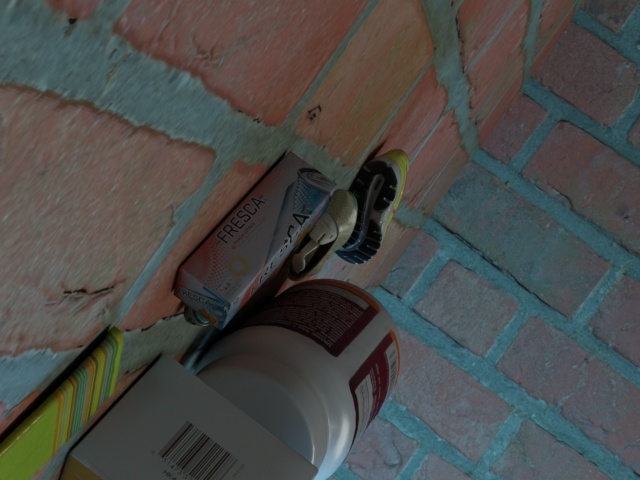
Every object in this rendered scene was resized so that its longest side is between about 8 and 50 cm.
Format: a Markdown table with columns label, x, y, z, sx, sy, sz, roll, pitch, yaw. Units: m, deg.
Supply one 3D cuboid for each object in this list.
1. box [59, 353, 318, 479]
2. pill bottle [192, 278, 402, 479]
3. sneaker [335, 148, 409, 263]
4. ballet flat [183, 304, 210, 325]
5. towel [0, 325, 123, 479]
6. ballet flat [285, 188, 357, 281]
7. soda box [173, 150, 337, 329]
| label | x | y | z | sx | sy | sz | roll | pitch | yaw |
| --- | --- | --- | --- | --- | --- | --- | --- | --- | --- |
| box | -0.177 | 0.324 | 1.438 | 0.168 | 0.215 | 0.345 | -48 | 170 | -40 |
| pill bottle | -0.041 | 0.199 | 1.685 | 0.224 | 0.224 | 0.392 | -57 | 172 | 19 |
| sneaker | 0.080 | -0.050 | 1.878 | 0.094 | 0.081 | 0.208 | -49 | 171 | -49 |
| ballet flat | -0.105 | 0.047 | 1.333 | 0.114 | 0.041 | 0.041 | -49 | 171 | -35 |
| towel | -0.246 | 0.170 | 1.057 | 0.237 | 0.021 | 0.102 | -47 | 165 | -38 |
| ballet flat | 0.000 | 0.000 | 1.703 | 0.052 | 0.057 | 0.168 | -34 | 161 | -42 |
| soda box | -0.062 | -0.001 | 1.245 | 0.183 | 0.063 | 0.058 | -50 | 172 | -32 |
